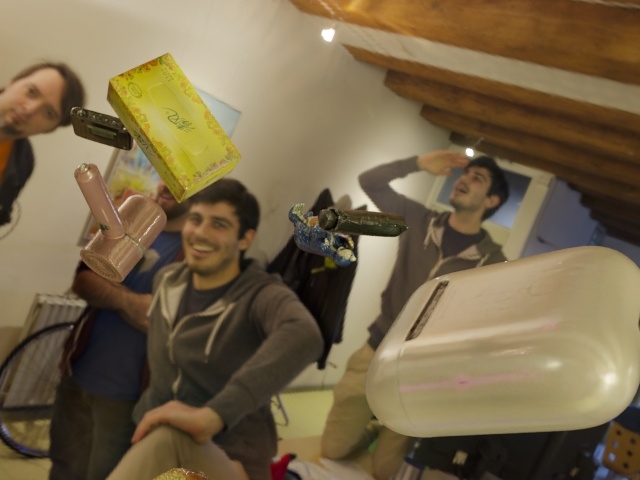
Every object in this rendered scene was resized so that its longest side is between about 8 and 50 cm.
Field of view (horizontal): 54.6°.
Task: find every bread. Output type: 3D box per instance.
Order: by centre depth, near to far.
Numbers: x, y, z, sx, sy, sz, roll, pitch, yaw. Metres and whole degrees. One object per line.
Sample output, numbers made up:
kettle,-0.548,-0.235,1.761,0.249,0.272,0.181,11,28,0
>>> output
bread,-0.322,0.622,1.498,0.260,0.134,0.129,9,-29,47

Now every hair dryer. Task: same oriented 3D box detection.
hair dryer,-0.498,-0.077,1.498,0.125,0.210,0.352,21,-33,16

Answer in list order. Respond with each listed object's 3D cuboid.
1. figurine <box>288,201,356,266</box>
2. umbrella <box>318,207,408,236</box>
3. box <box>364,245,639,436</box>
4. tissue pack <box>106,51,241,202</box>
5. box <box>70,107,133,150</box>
figurine,0.001,-0.001,1.839,0.164,0.120,0.262,28,10,-43
umbrella,0.052,-0.022,0.734,0.133,0.036,0.031,2,53,-42
box,0.240,0.132,0.822,0.349,0.288,0.141,-17,-69,38
tissue pack,-0.198,-0.152,0.839,0.176,0.095,0.062,55,-26,0
box,-0.455,-0.229,1.300,0.126,0.026,0.125,14,-17,-13
